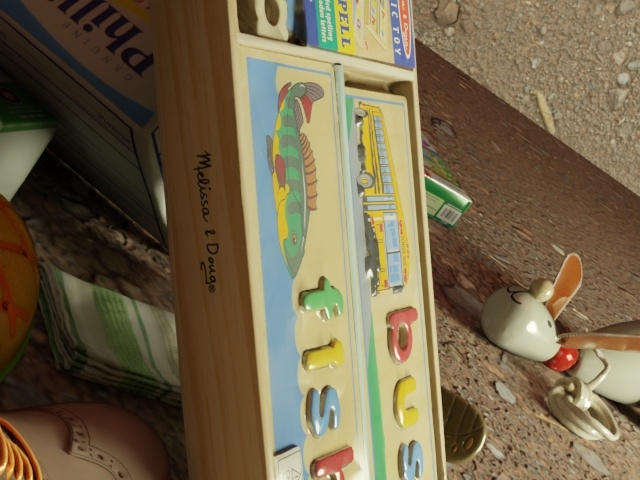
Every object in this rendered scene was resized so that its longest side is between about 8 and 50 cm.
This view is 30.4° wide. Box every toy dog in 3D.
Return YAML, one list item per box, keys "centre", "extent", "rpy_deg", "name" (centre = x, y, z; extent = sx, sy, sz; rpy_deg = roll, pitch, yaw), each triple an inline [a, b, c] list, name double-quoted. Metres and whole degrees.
- centre: [0.355, 0.110, 1.372]
  extent: [0.333, 0.161, 0.220]
  rpy_deg: [13, 28, -51]
  name: "toy dog"

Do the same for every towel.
- centre: [-0.124, 0.069, 0.821]
  extent: [0.152, 0.023, 0.113]
  rpy_deg: [23, 23, -36]
  name: "towel"

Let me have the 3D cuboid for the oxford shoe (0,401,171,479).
- centre: [-0.148, 0.116, 0.475]
  extent: [0.130, 0.133, 0.363]
  rpy_deg: [40, 18, 13]
  name: "oxford shoe"

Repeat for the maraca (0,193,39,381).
- centre: [-0.213, 0.036, 0.629]
  extent: [0.127, 0.099, 0.186]
  rpy_deg: [35, 41, -27]
  name: "maraca"

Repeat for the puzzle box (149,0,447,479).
- centre: [0.000, 0.000, 0.730]
  extent: [0.052, 0.409, 0.272]
  rpy_deg: [-4, 1, 25]
  name: "puzzle box"

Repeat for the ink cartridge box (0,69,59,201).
- centre: [-0.313, -0.111, 0.820]
  extent: [0.208, 0.087, 0.153]
  rpy_deg: [40, 19, 10]
  name: "ink cartridge box"

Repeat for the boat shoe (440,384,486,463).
- centre: [0.058, 0.121, 0.980]
  extent: [0.178, 0.064, 0.060]
  rpy_deg: [41, -12, 9]
  name: "boat shoe"

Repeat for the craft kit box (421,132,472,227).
- centre: [0.071, -0.143, 1.669]
  extent: [0.250, 0.061, 0.247]
  rpy_deg: [26, 18, -29]
  name: "craft kit box"

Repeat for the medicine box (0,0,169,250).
- centre: [-0.167, -0.155, 0.905]
  extent: [0.263, 0.149, 0.289]
  rpy_deg: [40, -15, 10]
  name: "medicine box"
